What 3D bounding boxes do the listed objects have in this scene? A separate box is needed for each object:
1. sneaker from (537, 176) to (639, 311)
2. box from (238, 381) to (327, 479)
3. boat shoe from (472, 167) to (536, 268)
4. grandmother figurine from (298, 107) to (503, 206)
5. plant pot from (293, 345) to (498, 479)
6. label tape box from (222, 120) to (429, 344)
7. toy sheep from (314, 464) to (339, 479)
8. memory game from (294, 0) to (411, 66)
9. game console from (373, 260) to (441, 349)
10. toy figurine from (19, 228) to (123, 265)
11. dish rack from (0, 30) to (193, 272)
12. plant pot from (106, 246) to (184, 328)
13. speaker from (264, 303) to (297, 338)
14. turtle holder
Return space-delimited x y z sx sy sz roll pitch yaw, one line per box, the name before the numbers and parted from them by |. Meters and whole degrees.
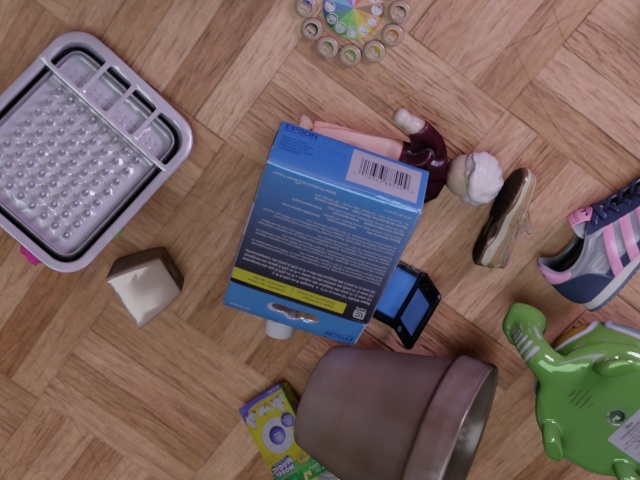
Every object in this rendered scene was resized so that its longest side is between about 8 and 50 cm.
sneaker | 0.474 -0.033 1.615 0.131 0.112 0.319 29 113 -7
box | -0.066 0.363 1.859 0.105 0.043 0.179 -35 76 20
boat shoe | 0.319 -0.034 1.671 0.072 0.068 0.190 16 124 -11
grandmother figurine | 0.129 -0.127 1.643 0.342 0.104 0.208 11 141 1
plant pot | 0.120 0.315 1.737 0.280 0.323 0.323 20 115 19
label tape box | 0.000 0.000 1.652 0.249 0.115 0.348 18 136 -3
toy sheep | 0.030 0.420 1.886 0.091 0.091 0.132 -11 119 13
memory game | 0.052 -0.364 1.596 0.186 0.012 0.186 3 113 8
game console | 0.137 0.109 1.751 0.071 0.107 0.122 13 118 -28
toy figurine | -0.445 -0.010 1.740 0.173 0.159 0.130 8 114 5
dish rack | -0.407 -0.142 1.655 0.285 0.072 0.333 43 74 -10
plant pot | -0.302 0.072 1.788 0.096 0.109 0.109 -29 106 6
speaker | -0.064 0.105 1.786 0.055 0.055 0.136 12 113 4
turtle holder | 0.449 0.244 1.672 0.320 0.227 0.243 8 114 6
